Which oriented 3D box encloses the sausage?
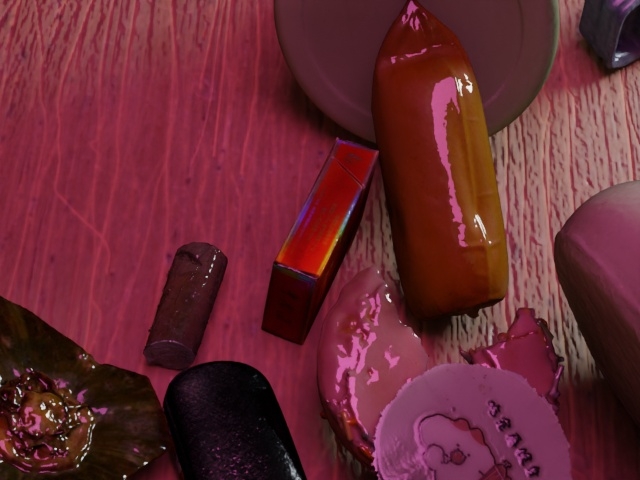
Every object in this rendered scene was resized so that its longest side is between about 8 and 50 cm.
[{"bbox_3d":[0.111,-0.085,1.743,0.112,0.112,0.328,-7,82,-15],"label":"sausage"}]

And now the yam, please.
[{"bbox_3d":[-0.126,0.059,1.696,0.054,0.054,0.132,15,52,2],"label":"yam"}]

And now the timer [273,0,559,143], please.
[{"bbox_3d":[0.131,-0.285,1.905,0.291,0.290,0.315,21,31,7],"label":"timer"}]

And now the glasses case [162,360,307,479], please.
[{"bbox_3d":[-0.064,0.222,1.569,0.103,0.067,0.266,-10,56,-16],"label":"glasses case"}]

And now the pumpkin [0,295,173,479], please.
[{"bbox_3d":[-0.255,0.181,1.553,0.290,0.095,0.258,34,42,5],"label":"pumpkin"}]

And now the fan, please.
[{"bbox_3d":[0.082,0.225,1.543,0.329,0.009,0.190,-27,80,-24],"label":"fan"}]

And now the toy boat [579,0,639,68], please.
[{"bbox_3d":[0.409,-0.295,2.018,0.283,0.127,0.078,-31,57,-27],"label":"toy boat"}]

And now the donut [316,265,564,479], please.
[{"bbox_3d":[0.101,0.141,1.633,0.233,0.085,0.199,17,65,-9],"label":"donut"}]

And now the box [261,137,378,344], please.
[{"bbox_3d":[0.001,0.000,1.727,0.048,0.112,0.175,21,53,7],"label":"box"}]

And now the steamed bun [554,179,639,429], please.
[{"bbox_3d":[0.343,0.066,1.619,0.177,0.283,0.283,-30,60,-5],"label":"steamed bun"}]
